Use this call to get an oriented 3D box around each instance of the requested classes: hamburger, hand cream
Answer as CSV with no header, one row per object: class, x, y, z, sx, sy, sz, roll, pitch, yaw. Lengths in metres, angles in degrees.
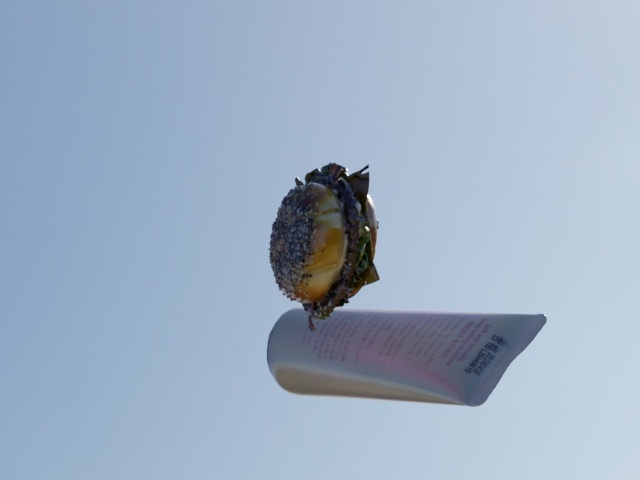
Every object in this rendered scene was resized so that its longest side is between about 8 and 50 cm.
hamburger,-0.001,-0.002,1.756,0.093,0.190,0.164,11,-37,-26
hand cream,0.095,0.144,1.945,0.358,0.118,0.185,0,30,40
